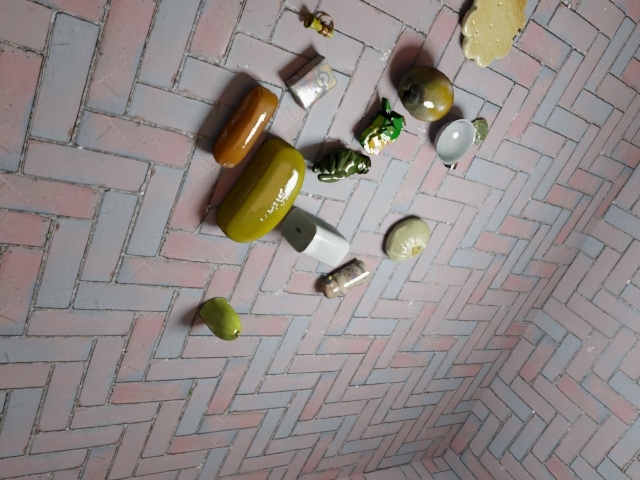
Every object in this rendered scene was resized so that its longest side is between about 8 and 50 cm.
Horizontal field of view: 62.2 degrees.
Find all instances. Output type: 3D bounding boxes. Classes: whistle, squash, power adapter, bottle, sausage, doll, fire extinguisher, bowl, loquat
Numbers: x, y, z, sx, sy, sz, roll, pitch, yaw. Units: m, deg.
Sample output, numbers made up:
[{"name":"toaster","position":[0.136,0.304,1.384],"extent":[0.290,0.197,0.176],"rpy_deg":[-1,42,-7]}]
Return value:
[{"name":"whistle","position":[0.001,-0.654,1.611],"extent":[0.046,0.057,0.109],"rpy_deg":[-18,165,41]},{"name":"squash","position":[-0.354,0.303,1.960],"extent":[0.123,0.187,0.123],"rpy_deg":[-23,131,-29]},{"name":"power adapter","position":[0.000,0.000,1.974],"extent":[0.255,0.187,0.124],"rpy_deg":[26,105,-44]},{"name":"bottle","position":[0.100,0.165,2.226],"extent":[0.209,0.097,0.110],"rpy_deg":[-28,133,-15]},{"name":"sausage","position":[-0.233,-0.346,1.623],"extent":[0.105,0.105,0.274],"rpy_deg":[26,105,-43]},{"name":"doll","position":[0.216,-0.394,1.891],"extent":[0.134,0.106,0.186],"rpy_deg":[29,103,-38]},{"name":"fire extinguisher","position":[0.563,-0.380,2.181],"extent":[0.062,0.050,0.177],"rpy_deg":[11,115,-14]},{"name":"bowl","position":[0.512,-0.403,2.100],"extent":[0.189,0.086,0.188],"rpy_deg":[-16,128,-21]},{"name":"loquat","position":[0.369,-0.517,1.863],"extent":[0.228,0.179,0.179],"rpy_deg":[25,105,-47]}]

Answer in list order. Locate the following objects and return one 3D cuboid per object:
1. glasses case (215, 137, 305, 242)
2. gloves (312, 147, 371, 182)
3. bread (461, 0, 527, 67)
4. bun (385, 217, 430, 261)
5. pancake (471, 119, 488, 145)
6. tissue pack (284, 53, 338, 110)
[{"name":"glasses case","position":[-0.185,-0.151,1.769],"extent":[0.173,0.141,0.371],"rpy_deg":[27,104,-44]},{"name":"gloves","position":[0.070,-0.268,1.886],"extent":[0.268,0.107,0.135],"rpy_deg":[-16,139,-47]},{"name":"bread","position":[0.625,-0.784,1.922],"extent":[0.316,0.054,0.315],"rpy_deg":[-19,131,-23]},{"name":"bun","position":[0.389,0.011,2.291],"extent":[0.223,0.127,0.222],"rpy_deg":[-20,130,-25]},{"name":"pancake","position":[0.649,-0.449,2.206],"extent":[0.130,0.022,0.116],"rpy_deg":[-8,123,-30]},{"name":"tissue pack","position":[-0.027,-0.499,1.679],"extent":[0.148,0.060,0.108],"rpy_deg":[-41,134,-4]}]
